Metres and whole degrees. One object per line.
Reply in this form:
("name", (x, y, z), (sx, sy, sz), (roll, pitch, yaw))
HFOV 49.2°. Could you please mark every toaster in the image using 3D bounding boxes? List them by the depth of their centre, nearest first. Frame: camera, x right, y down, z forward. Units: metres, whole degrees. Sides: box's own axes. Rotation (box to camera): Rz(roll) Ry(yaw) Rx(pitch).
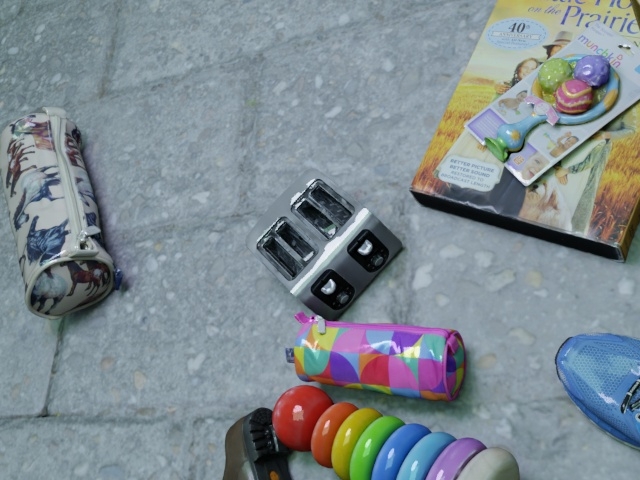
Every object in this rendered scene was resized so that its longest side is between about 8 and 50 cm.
("toaster", (0.000, 0.000, 1.048), (0.168, 0.110, 0.186), (-47, 55, 0))

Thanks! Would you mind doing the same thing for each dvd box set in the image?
("dvd box set", (0.347, -0.205, 0.992), (0.308, 0.062, 0.420), (20, 78, 32))

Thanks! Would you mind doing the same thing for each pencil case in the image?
("pencil case", (0.074, 0.155, 0.942), (0.237, 0.104, 0.104), (3, 69, 25))
("pencil case", (-0.490, -0.064, 1.299), (0.183, 0.160, 0.410), (-43, 53, 24))

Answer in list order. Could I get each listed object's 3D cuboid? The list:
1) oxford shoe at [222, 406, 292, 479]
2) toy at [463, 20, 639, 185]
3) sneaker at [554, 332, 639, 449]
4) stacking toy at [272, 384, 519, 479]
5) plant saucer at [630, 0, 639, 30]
("oxford shoe", (-0.086, 0.354, 0.958), (0.096, 0.083, 0.227), (-32, 54, 33))
("toy", (0.321, -0.197, 0.931), (0.237, 0.056, 0.136), (-40, 58, 6))
("sneaker", (0.401, 0.186, 0.731), (0.330, 0.147, 0.129), (29, 83, 35))
("stacking toy", (0.074, 0.270, 0.887), (0.331, 0.141, 0.141), (17, 76, 39))
("plant saucer", (0.430, -0.167, 0.743), (0.081, 0.333, 0.332), (-31, 68, 24))
